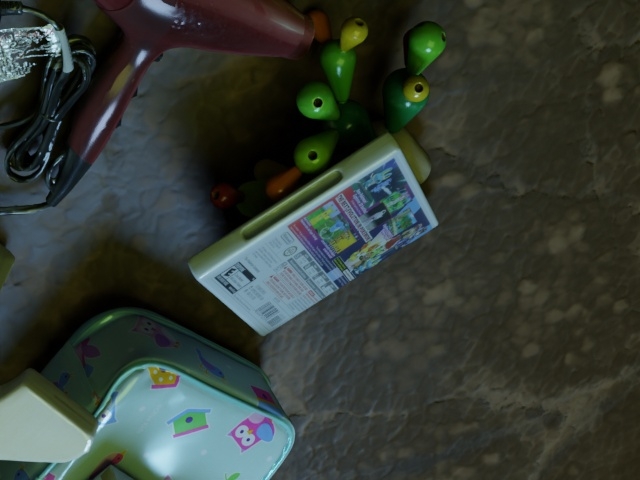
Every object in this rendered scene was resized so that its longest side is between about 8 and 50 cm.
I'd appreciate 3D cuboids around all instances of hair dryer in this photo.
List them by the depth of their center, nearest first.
[{"bbox_3d":[-0.148,-0.141,1.184,0.293,0.080,0.223,-14,141,-8],"label":"hair dryer"}]

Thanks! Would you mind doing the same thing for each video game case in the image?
[{"bbox_3d":[0.000,0.000,1.283,0.183,0.023,0.201,-32,159,2],"label":"video game case"}]

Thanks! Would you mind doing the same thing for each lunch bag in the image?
[{"bbox_3d":[-0.169,0.203,1.351,0.224,0.108,0.279,28,109,-40],"label":"lunch bag"}]

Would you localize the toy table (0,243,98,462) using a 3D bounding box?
[{"bbox_3d":[-0.305,0.113,1.170,0.274,0.252,0.161,36,115,-27],"label":"toy table"}]

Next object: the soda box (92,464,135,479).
[{"bbox_3d":[-0.120,0.270,1.302,0.069,0.074,0.216,-41,133,7],"label":"soda box"}]

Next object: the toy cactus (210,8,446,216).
[{"bbox_3d":[0.024,-0.088,1.273,0.219,0.112,0.180,-50,145,9],"label":"toy cactus"}]
